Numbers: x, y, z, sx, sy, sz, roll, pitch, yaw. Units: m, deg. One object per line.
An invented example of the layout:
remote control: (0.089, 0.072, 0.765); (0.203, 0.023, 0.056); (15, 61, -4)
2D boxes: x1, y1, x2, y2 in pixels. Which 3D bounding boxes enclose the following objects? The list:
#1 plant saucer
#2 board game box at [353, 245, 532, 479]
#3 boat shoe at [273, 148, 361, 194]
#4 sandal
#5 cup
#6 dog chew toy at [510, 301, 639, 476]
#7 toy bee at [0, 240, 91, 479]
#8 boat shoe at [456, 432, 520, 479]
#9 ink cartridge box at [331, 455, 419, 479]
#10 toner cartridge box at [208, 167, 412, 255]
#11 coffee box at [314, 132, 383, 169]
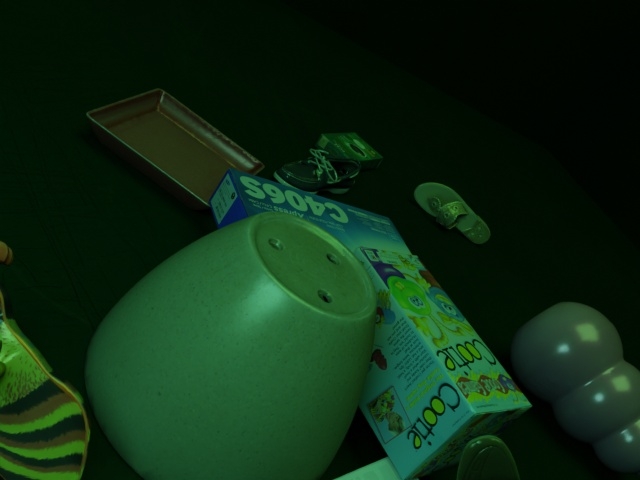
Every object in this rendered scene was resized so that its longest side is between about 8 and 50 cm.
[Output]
plant saucer: (-0.254, -0.160, 1.181); (0.259, 0.047, 0.258); (37, 27, -1)
board game box: (0.124, 0.159, 0.902); (0.142, 0.144, 0.275); (9, 38, -45)
boat shoe: (0.001, -0.148, 1.428); (0.254, 0.079, 0.095); (-1, 45, -50)
sandal: (0.348, -0.062, 1.693); (0.240, 0.088, 0.079); (35, 20, -14)
cup: (-0.067, 0.108, 0.769); (0.331, 0.237, 0.331); (29, 28, -17)
dog chew toy: (0.509, 0.282, 1.232); (0.207, 0.206, 0.332); (-2, 55, -51)
toy bee: (-0.300, 0.088, 0.571); (0.298, 0.162, 0.195); (47, -19, -29)
boat shoe: (0.207, 0.335, 0.818); (0.080, 0.223, 0.073); (-10, 11, 4)
ink cartridge box: (0.064, 0.353, 0.746); (0.225, 0.056, 0.181); (-4, 47, -45)
toner cartridge box: (0.000, 0.000, 1.086); (0.348, 0.075, 0.165); (15, 35, -36)
coffee box: (0.075, -0.227, 1.683); (0.113, 0.040, 0.184); (44, 27, 15)
